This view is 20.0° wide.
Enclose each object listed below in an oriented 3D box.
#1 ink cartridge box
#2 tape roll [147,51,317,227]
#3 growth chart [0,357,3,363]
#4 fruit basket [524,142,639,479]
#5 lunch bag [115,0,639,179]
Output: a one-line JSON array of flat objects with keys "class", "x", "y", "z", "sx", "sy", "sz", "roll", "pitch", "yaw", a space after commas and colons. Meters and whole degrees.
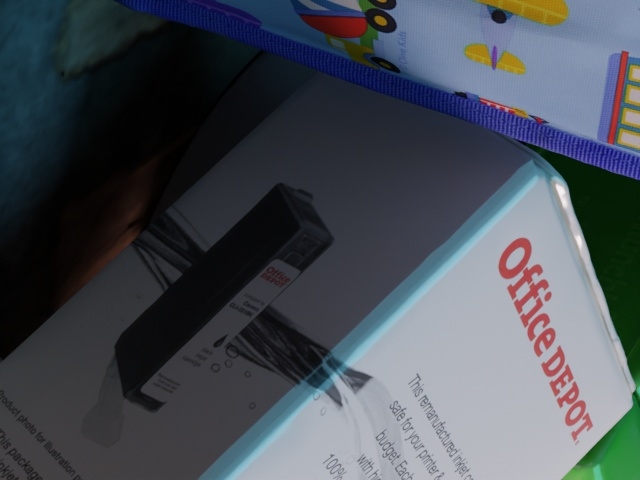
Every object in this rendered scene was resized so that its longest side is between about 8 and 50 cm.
[{"class": "ink cartridge box", "x": -0.018, "y": 0.085, "z": 0.730, "sx": 0.273, "sy": 0.114, "sz": 0.197, "roll": -43, "pitch": 144, "yaw": -10}, {"class": "tape roll", "x": 0.000, "y": 0.000, "z": 0.884, "sx": 0.219, "sy": 0.072, "sz": 0.219, "roll": -46, "pitch": 155, "yaw": -30}, {"class": "growth chart", "x": -0.190, "y": 0.134, "z": 0.703, "sx": 0.237, "sy": 0.021, "sz": 0.172, "roll": -57, "pitch": 158, "yaw": -8}, {"class": "fruit basket", "x": 0.172, "y": 0.133, "z": 1.219, "sx": 0.392, "sy": 0.283, "sz": 0.392, "roll": -32, "pitch": 130, "yaw": -48}, {"class": "lunch bag", "x": 0.074, "y": -0.130, "z": 0.570, "sx": 0.138, "sy": 0.293, "sz": 0.221, "roll": -47, "pitch": 156, "yaw": -30}]
